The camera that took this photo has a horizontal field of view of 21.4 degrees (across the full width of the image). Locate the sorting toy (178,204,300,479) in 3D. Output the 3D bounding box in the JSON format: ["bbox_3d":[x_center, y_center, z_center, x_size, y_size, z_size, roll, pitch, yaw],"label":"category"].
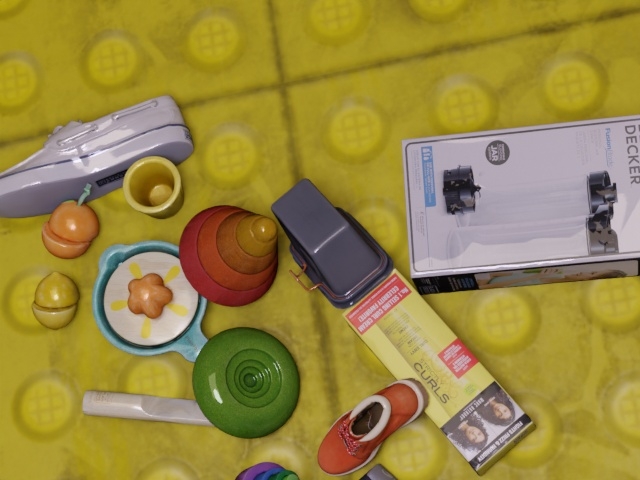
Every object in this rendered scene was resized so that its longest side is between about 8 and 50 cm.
[{"bbox_3d":[-0.064,0.120,1.857,0.127,0.126,0.366,-1,74,-25],"label":"sorting toy"}]

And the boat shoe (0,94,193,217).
[{"bbox_3d":[-0.281,-0.100,2.008,0.258,0.095,0.084,-18,68,-6],"label":"boat shoe"}]

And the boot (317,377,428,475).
[{"bbox_3d":[0.038,0.207,1.836,0.158,0.084,0.059,-45,74,30],"label":"boot"}]

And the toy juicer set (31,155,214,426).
[{"bbox_3d":[-0.228,0.079,1.939,0.209,0.089,0.329,-16,74,4],"label":"toy juicer set"}]

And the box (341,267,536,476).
[{"bbox_3d":[0.130,0.144,1.872,0.087,0.058,0.232,-40,71,-2],"label":"box"}]

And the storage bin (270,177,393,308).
[{"bbox_3d":[0.000,0.000,1.894,0.098,0.091,0.135,-39,43,-2],"label":"storage bin"}]

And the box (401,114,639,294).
[{"bbox_3d":[0.242,-0.040,1.889,0.290,0.087,0.169,-4,74,9],"label":"box"}]

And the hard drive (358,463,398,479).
[{"bbox_3d":[0.083,0.380,1.816,0.172,0.054,0.255,-40,71,-3],"label":"hard drive"}]
